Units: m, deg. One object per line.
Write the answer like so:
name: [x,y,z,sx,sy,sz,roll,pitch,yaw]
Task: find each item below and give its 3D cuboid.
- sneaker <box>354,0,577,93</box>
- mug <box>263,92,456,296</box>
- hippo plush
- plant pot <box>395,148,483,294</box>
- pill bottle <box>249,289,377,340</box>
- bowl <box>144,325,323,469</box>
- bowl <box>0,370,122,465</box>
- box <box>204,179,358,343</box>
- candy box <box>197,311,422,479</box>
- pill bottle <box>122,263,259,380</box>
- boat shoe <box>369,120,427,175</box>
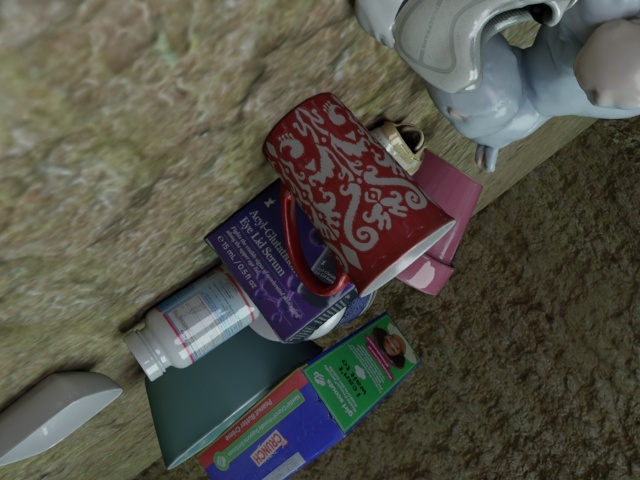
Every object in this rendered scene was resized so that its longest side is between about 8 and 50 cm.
sneaker: [0.163,-0.227,0.432,0.292,0.118,0.110,-43,166,18]
mug: [0.016,-0.036,0.587,0.150,0.169,0.113,-38,169,0]
hippo plush: [0.241,-0.209,0.666,0.236,0.235,0.294,-9,171,36]
plant pot: [0.148,-0.043,0.962,0.180,0.201,0.201,-56,165,10]
pill bottle: [-0.014,0.072,0.962,0.153,0.153,0.264,-42,169,16]
bowl: [-0.165,0.216,1.035,0.311,0.163,0.311,-36,168,-9]
bowl: [-0.334,0.212,0.770,0.142,0.053,0.142,-39,169,-1]
box: [0.000,0.000,0.726,0.207,0.153,0.108,-39,168,0]
candy box: [-0.009,0.272,1.024,0.268,0.122,0.317,-43,169,27]
pill bottle: [-0.165,0.106,0.792,0.160,0.087,0.087,-34,168,-19]
boat shoe: [0.109,-0.123,0.807,0.059,0.063,0.170,-37,170,25]
